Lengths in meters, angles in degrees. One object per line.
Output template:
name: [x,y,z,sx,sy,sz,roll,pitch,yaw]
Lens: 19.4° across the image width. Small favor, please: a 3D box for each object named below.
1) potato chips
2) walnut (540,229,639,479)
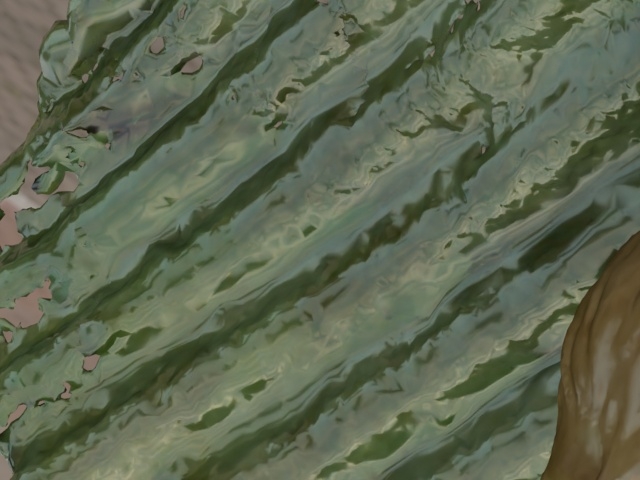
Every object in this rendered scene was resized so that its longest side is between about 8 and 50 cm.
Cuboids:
potato chips: [0.003,-0.008,0.810,0.373,0.389,0.097,35,-156,19]
walnut: [0.184,0.076,0.642,0.228,0.228,0.228,29,160,11]
